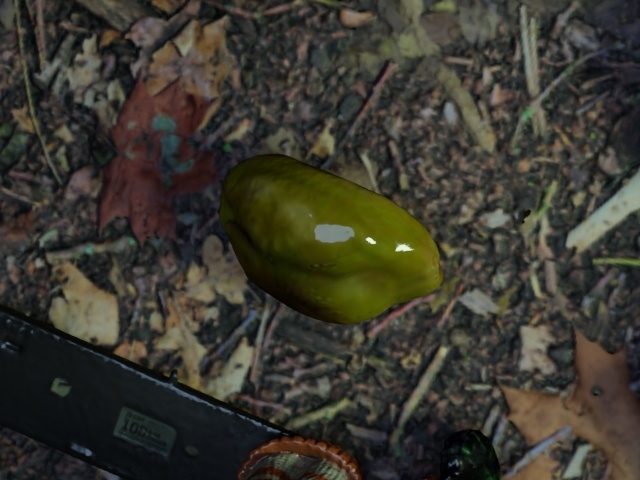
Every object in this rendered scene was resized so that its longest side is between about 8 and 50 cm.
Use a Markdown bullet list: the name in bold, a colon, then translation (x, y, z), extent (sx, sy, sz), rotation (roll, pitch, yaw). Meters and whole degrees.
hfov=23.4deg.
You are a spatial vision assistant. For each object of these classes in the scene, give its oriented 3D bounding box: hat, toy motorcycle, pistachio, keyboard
- **hat**: translation (-0.030, 0.202, 1.146), extent (0.112, 0.162, 0.094), rotation (-29, 90, 12)
- **toy motorcycle**: translation (0.116, 0.254, 1.166), extent (0.082, 0.122, 0.213), rotation (-12, 92, 44)
- **pistachio**: translation (0.002, -0.001, 1.179), extent (0.189, 0.110, 0.100), rotation (28, 67, 9)
- **keyboard**: translation (-0.138, 0.149, 1.260), extent (0.317, 0.027, 0.106), rotation (23, 102, 10)
